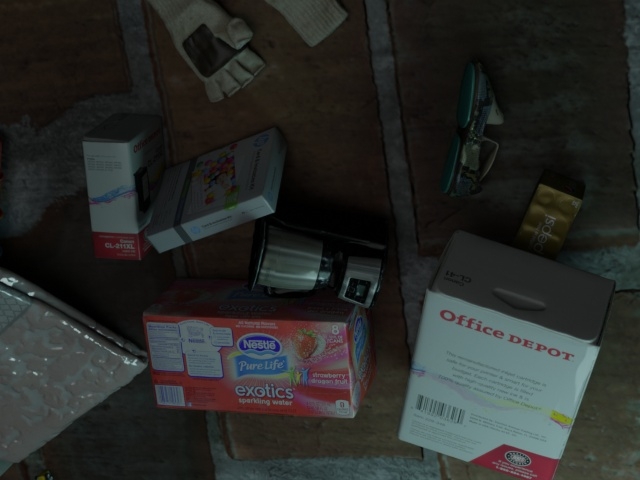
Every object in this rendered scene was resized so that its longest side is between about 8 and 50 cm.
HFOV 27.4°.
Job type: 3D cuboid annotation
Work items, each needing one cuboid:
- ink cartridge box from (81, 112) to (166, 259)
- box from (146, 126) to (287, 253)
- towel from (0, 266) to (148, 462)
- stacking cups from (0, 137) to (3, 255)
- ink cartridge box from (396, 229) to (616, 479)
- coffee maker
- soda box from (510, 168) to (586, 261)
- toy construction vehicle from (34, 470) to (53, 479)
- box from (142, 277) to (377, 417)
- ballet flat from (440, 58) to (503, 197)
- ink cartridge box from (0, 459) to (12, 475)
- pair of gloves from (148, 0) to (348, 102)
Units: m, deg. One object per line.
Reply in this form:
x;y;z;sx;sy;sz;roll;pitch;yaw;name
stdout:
-0.269;-0.077;1.831;0.072;0.127;0.175;4;113;14;ink cartridge box
-0.140;-0.068;1.785;0.186;0.145;0.038;-18;128;23;box
-0.483;0.194;1.988;0.332;0.053;0.317;-36;125;28;towel
-0.523;-0.011;1.957;0.096;0.096;0.316;12;115;12;stacking cups
0.239;0.161;1.726;0.226;0.131;0.306;18;134;10;ink cartridge box
0.000;0.000;1.777;0.178;0.171;0.120;11;155;-8;coffee maker
0.286;0.002;1.731;0.061;0.058;0.181;23;117;6;soda box
-0.463;0.428;2.163;0.086;0.035;0.098;-18;109;12;toy construction vehicle
-0.083;0.147;1.860;0.300;0.142;0.154;0;112;17;box
0.204;-0.144;1.701;0.070;0.070;0.188;16;118;10;ballet flat
-0.633;0.393;2.171;0.231;0.078;0.134;-40;96;27;ink cartridge box
-0.106;-0.316;1.729;0.240;0.042;0.204;-28;101;25;pair of gloves
